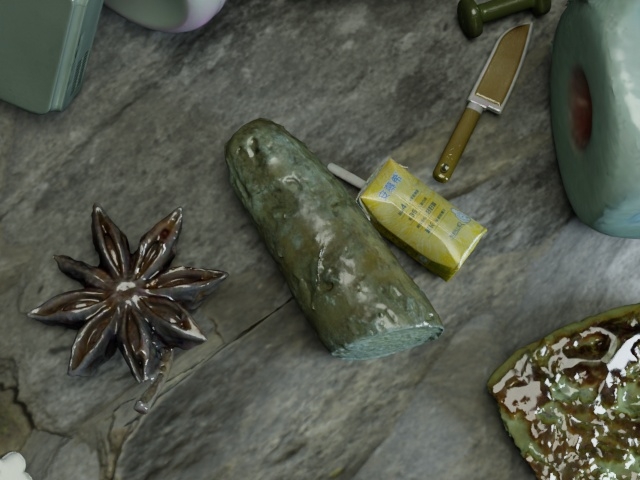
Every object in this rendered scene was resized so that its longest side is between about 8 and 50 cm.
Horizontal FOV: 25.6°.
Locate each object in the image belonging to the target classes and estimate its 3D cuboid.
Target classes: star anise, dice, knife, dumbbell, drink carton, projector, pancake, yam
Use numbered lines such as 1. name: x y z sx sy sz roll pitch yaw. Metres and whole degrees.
1. star anise: -0.213 0.080 1.589 0.230 0.081 0.262 -12 66 -10
2. dice: 0.425 -0.158 1.633 0.262 0.264 0.268 -4 75 -5
3. knife: 0.205 -0.172 1.739 0.046 0.022 0.256 25 69 9
4. dumbbell: 0.230 -0.292 1.759 0.118 0.052 0.046 -20 39 -11
5. drink carton: 0.095 -0.040 1.665 0.200 0.074 0.084 36 74 2
6. projector: -0.377 -0.278 1.598 0.250 0.198 0.108 24 44 0
7. pancake: 0.414 0.221 1.652 0.427 0.067 0.305 -11 84 -11
8. yam: 0.000 0.000 1.612 0.133 0.133 0.330 -31 78 -14

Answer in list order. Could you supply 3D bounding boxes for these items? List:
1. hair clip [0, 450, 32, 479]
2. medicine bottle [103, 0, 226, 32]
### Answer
1. hair clip: -0.342 0.351 1.519 0.140 0.054 0.220 -28 78 -9
2. medicine bottle: -0.154 -0.423 1.648 0.241 0.241 0.302 33 68 2
